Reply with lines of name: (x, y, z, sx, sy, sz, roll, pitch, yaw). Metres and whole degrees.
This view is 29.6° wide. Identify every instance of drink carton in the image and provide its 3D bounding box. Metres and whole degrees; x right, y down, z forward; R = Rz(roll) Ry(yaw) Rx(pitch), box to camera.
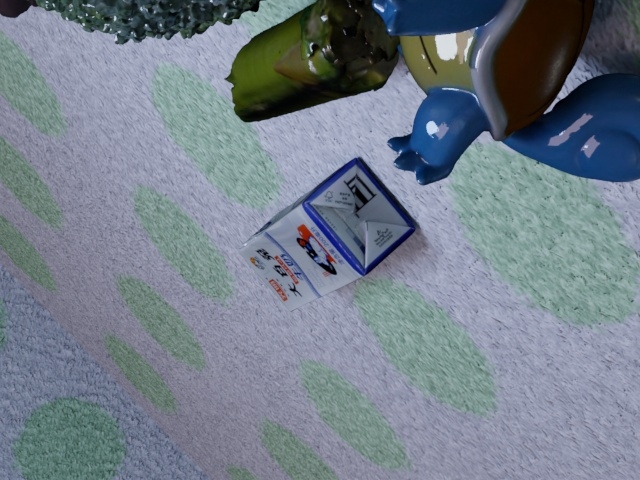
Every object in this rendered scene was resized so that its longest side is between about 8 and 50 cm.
drink carton: (0.000, 0.000, 1.682, 0.131, 0.106, 0.315, 51, 157, -3)

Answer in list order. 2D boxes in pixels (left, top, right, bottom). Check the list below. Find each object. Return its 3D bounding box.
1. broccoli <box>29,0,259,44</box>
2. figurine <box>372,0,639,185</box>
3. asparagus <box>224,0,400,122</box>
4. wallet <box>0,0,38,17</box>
broccoli: (-0.200, -0.362, 1.291, 0.347, 0.281, 0.293, 12, 176, -19)
figurine: (0.140, -0.194, 1.037, 0.242, 0.298, 0.416, -11, 126, 27)
asparagus: (-0.031, -0.204, 1.415, 0.382, 0.128, 0.108, -7, 85, 62)
wallet: (-0.376, -0.411, 1.585, 0.049, 0.182, 0.229, 44, 159, 33)
